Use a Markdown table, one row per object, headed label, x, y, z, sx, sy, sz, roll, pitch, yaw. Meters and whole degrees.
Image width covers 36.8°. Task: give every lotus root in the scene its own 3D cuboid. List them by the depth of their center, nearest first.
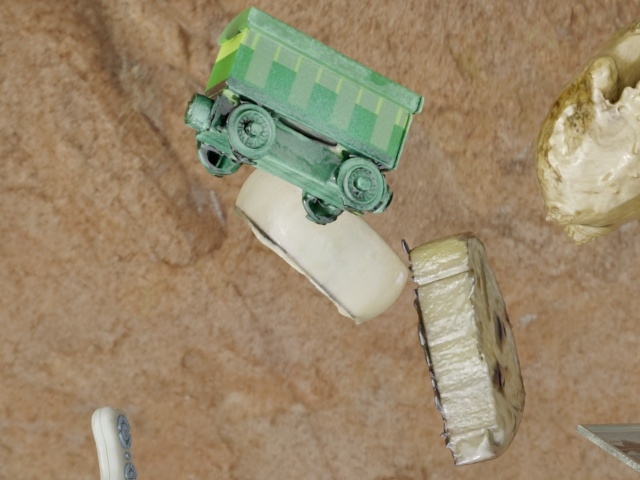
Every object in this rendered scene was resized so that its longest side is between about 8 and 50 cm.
| label | x | y | z | sx | sy | sz | roll | pitch | yaw |
| --- | --- | --- | --- | --- | --- | --- | --- | --- | --- |
| lotus root | 0.163 | 0.116 | 1.026 | 0.074 | 0.260 | 0.170 | -20 | 154 | 20 |

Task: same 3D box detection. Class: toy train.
| label | x | y | z | sx | sy | sz | roll | pitch | yaw |
| --- | --- | --- | --- | --- | --- | --- | --- | --- | --- |
| toy train | -0.022 | -0.148 | 1.215 | 0.301 | 0.202 | 0.120 | 23 | 166 | -25 |

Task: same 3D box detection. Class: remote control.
| label | x | y | z | sx | sy | sz | roll | pitch | yaw |
| --- | --- | --- | --- | --- | --- | --- | --- | --- | --- |
| remote control | -0.242 | 0.259 | 1.146 | 0.032 | 0.074 | 0.122 | -12 | 76 | 4 |

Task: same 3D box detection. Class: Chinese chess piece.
| label | x | y | z | sx | sy | sz | roll | pitch | yaw |
| --- | --- | --- | --- | --- | --- | --- | --- | --- | --- |
| Chinese chess piece | 0.000 | 0.000 | 1.697 | 0.338 | 0.338 | 0.140 | 43 | 86 | -15 |

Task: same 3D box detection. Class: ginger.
| label | x | y | z | sx | sy | sz | roll | pitch | yaw |
| --- | --- | --- | --- | --- | --- | --- | --- | --- | --- |
| ginger | 0.298 | -0.133 | 0.908 | 0.166 | 0.375 | 0.236 | 10 | 113 | 12 |

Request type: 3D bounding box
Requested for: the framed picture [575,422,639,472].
| label | x | y | z | sx | sy | sz | roll | pitch | yaw |
| --- | --- | --- | --- | --- | --- | --- | --- | --- | --- |
| framed picture | 0.551 | 0.355 | 1.647 | 0.203 | 0.150 | 0.015 | 10 | 106 | -40 |
